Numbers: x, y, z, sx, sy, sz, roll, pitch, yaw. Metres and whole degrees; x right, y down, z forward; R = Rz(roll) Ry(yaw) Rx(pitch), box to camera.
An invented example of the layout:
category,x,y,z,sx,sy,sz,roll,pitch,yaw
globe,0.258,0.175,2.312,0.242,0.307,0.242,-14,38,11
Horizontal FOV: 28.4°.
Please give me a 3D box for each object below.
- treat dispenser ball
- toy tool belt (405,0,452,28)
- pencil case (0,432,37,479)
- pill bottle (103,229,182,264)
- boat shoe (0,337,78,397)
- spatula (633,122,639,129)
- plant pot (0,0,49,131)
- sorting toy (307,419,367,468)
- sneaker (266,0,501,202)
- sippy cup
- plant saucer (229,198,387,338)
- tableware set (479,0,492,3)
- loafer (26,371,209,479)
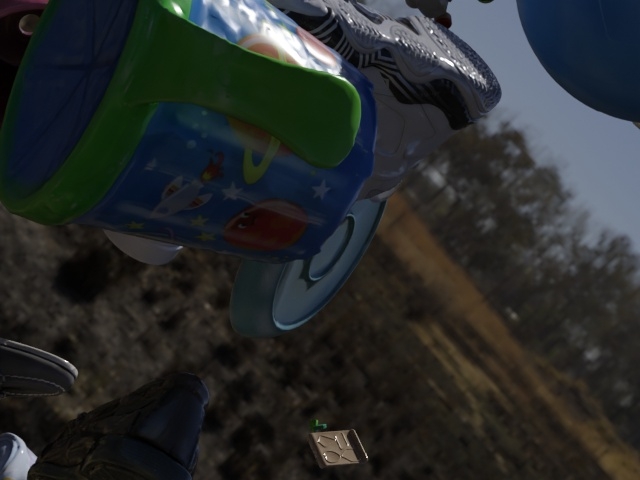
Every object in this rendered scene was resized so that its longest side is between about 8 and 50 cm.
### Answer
category,x,y,z,sx,sy,sz,roll,pitch,yaw
treat dispenser ball,0.332,-0.255,1.216,0.288,0.288,0.288,47,4,-4
toy tool belt,0.119,-0.268,1.361,0.083,0.052,0.051,41,40,-54
pencil case,-0.312,0.347,1.466,0.273,0.113,0.124,52,12,-27
pill bottle,-0.199,-0.109,1.858,0.161,0.283,0.161,31,28,-18
boat shoe,-0.467,0.156,1.527,0.335,0.095,0.112,15,-25,-7
spatula,0.417,-0.169,1.543,0.168,0.019,0.242,35,-10,-18
plant pot,-0.330,-0.218,1.457,0.201,0.201,0.180,44,12,-38
sorting toy,0.016,0.248,1.556,0.083,0.062,0.012,-119,-149,-48
sneaker,-0.005,-0.156,1.280,0.366,0.210,0.137,21,32,-33
sippy cup,-0.088,-0.091,0.936,0.224,0.240,0.305,23,28,-30
plant saucer,0.000,0.000,1.623,0.044,0.317,0.317,32,-1,20
tableware set,0.234,-0.401,1.696,0.104,0.154,0.024,30,6,-25
loafer,-0.144,0.160,0.946,0.096,0.084,0.267,34,-26,-14
